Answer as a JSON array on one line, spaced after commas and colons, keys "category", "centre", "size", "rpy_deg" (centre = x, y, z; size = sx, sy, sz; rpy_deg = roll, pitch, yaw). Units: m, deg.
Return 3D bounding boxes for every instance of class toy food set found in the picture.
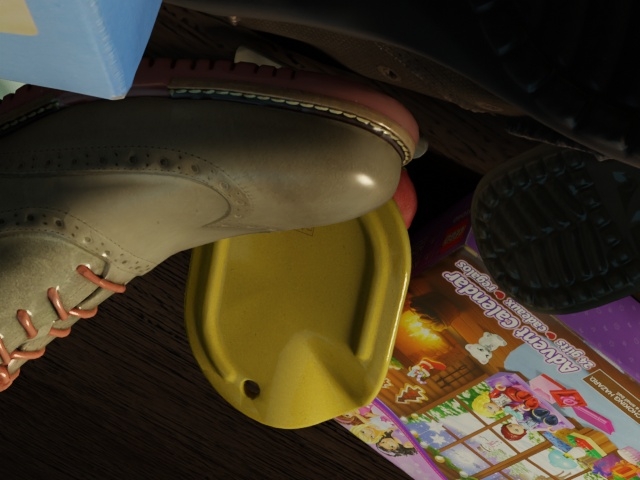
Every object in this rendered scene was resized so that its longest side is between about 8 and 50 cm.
[{"category": "toy food set", "centre": [0.000, 0.000, 0.895], "size": [0.128, 0.071, 0.217], "rpy_deg": [21, 117, 16]}]

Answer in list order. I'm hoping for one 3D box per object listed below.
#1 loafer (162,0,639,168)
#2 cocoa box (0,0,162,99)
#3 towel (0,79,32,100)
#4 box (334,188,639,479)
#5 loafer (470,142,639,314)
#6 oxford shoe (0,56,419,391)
[{"category": "loafer", "centre": [0.087, -0.106, 0.598], "size": [0.366, 0.133, 0.130], "rpy_deg": [23, -176, 26]}, {"category": "cocoa box", "centre": [-0.198, -0.210, 0.409], "size": [0.347, 0.227, 0.231], "rpy_deg": [11, 156, 9]}, {"category": "towel", "centre": [-0.280, -0.133, 0.894], "size": [0.321, 0.090, 0.374], "rpy_deg": [15, 156, 17]}, {"category": "box", "centre": [0.140, 0.109, 0.972], "size": [0.293, 0.057, 0.201], "rpy_deg": [38, 139, -15]}, {"category": "loafer", "centre": [0.187, -0.044, 0.657], "size": [0.269, 0.092, 0.102], "rpy_deg": [-15, 104, 37]}, {"category": "oxford shoe", "centre": [-0.121, 0.009, 0.696], "size": [0.348, 0.130, 0.123], "rpy_deg": [-10, 157, 22]}]
